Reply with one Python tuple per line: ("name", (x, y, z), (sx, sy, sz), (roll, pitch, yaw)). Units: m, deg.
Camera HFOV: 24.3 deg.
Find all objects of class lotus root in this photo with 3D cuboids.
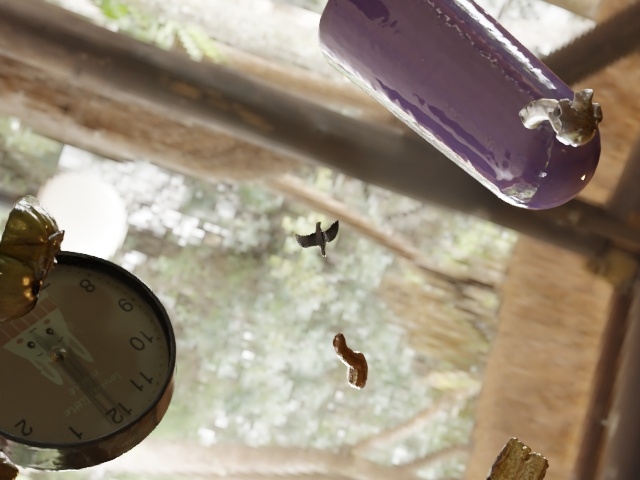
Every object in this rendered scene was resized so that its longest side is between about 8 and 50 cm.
("lotus root", (-0.404, 0.034, 2.054), (0.203, 0.078, 0.183), (-80, -173, -75))

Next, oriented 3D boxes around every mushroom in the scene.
("mushroom", (0.277, -0.146, 1.736), (0.187, 0.061, 0.060), (-145, -149, -75))

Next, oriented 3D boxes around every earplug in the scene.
("earplug", (0.209, -0.212, 2.076), (0.456, 0.215, 0.215), (46, -55, 33))

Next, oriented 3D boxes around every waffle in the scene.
("waffle", (0.307, 0.489, 2.636), (0.213, 0.091, 0.308), (-57, 168, -22))

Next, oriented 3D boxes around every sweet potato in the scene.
("sweet potato", (0.053, 0.192, 2.289), (0.179, 0.044, 0.044), (67, 33, -59))

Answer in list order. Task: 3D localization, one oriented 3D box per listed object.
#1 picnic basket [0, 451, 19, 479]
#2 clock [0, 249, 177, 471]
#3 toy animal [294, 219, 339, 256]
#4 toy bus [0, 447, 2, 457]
("picnic basket", (-0.462, 0.273, 1.800), (0.178, 0.138, 0.128), (10, -109, 51))
("clock", (-0.416, 0.182, 2.355), (0.076, 0.386, 0.386), (107, -4, -52))
("toy animal", (0.001, 0.000, 2.214), (0.084, 0.050, 0.028), (-19, -160, 36))
("toy bus", (-0.348, 0.149, 1.297), (0.073, 0.096, 0.235), (-25, -99, 39))
